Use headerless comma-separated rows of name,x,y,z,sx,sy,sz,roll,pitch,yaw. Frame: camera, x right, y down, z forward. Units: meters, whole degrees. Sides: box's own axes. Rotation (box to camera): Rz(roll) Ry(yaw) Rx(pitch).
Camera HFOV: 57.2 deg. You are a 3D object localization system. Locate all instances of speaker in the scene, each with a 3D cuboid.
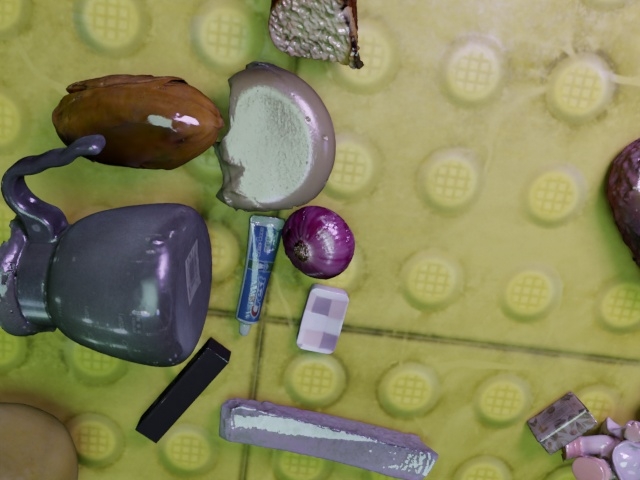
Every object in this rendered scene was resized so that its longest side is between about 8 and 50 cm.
speaker,-0.222,0.244,0.952,0.046,0.040,0.191,39,100,-13

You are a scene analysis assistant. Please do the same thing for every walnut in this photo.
walnut,-0.248,-0.157,0.790,0.245,0.137,0.137,-3,106,12

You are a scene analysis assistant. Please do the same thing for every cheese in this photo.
cheese,-0.067,-0.147,0.823,0.175,0.091,0.202,-4,104,0

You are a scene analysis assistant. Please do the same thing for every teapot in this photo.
teapot,-0.313,0.035,0.779,0.285,0.305,0.223,3,62,5

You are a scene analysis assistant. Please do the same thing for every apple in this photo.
apple,-0.510,0.376,0.885,0.262,0.262,0.262,0,105,-1

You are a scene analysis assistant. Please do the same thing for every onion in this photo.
onion,0.000,0.000,0.867,0.104,0.115,0.115,-31,110,-39

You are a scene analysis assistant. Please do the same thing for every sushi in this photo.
sushi,0.495,-0.045,0.860,0.161,0.107,0.241,19,104,-3

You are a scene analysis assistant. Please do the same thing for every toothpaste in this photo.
toothpaste,-0.101,0.057,0.907,0.057,0.035,0.197,8,104,-20

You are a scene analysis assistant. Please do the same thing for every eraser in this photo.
eraser,0.003,0.125,0.932,0.065,0.026,0.105,12,104,-8

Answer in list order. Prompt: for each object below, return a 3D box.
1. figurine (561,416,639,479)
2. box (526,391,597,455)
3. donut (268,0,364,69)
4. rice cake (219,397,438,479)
figurine,0.540,0.351,0.957,0.276,0.133,0.200,-2,77,3
box,0.399,0.304,0.973,0.098,0.062,0.045,-40,104,8
donut,-0.005,-0.335,0.766,0.126,0.144,0.186,1,136,4
rice cake,0.012,0.326,0.972,0.365,0.056,0.072,13,99,-5
